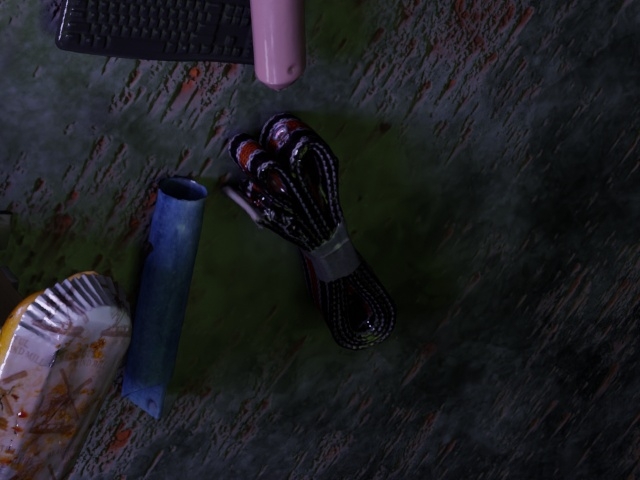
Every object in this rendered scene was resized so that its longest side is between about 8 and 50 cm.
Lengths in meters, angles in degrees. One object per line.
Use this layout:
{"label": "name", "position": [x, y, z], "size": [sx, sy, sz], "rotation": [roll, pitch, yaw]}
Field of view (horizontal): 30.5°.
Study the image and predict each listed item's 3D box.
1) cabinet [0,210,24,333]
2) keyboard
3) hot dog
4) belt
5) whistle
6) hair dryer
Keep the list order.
{"label": "cabinet", "position": [-0.409, 0.114, 1.088], "size": [0.318, 0.290, 0.227], "rotation": [5, 111, -40]}
{"label": "keyboard", "position": [-0.185, -0.232, 1.179], "size": [0.381, 0.041, 0.103], "rotation": [0, 117, -35]}
{"label": "hot dog", "position": [-0.241, 0.142, 1.000], "size": [0.131, 0.069, 0.253], "rotation": [8, 111, -53]}
{"label": "belt", "position": [0.000, 0.000, 1.427], "size": [0.126, 0.094, 0.359], "rotation": [-39, 134, -8]}
{"label": "whistle", "position": [-0.185, 0.073, 1.370], "size": [0.062, 0.062, 0.304], "rotation": [-4, 122, -33]}
{"label": "hair dryer", "position": [-0.028, -0.312, 1.183], "size": [0.210, 0.125, 0.352], "rotation": [-21, 132, -24]}
